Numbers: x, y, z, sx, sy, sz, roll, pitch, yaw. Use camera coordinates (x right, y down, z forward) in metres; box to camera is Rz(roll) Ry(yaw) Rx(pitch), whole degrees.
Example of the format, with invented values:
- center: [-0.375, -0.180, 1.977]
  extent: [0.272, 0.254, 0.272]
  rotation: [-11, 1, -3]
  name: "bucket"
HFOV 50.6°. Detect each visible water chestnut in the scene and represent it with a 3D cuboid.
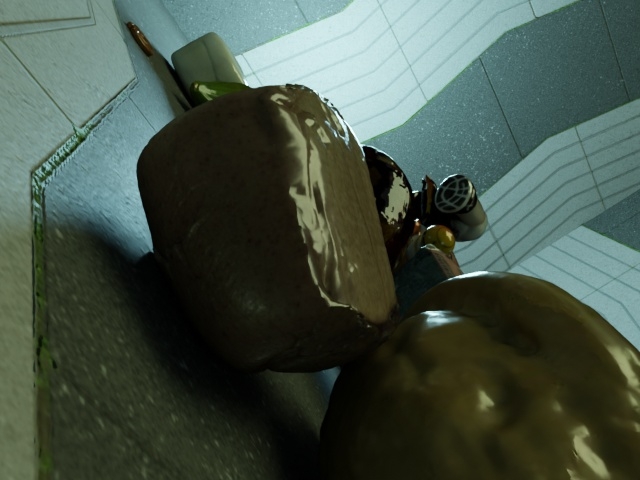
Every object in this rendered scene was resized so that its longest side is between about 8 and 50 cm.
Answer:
- center: [0.018, -0.044, 1.079]
  extent: [0.300, 0.300, 0.300]
  rotation: [57, 3, -4]
  name: "water chestnut"

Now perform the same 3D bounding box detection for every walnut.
- center: [0.177, 0.221, 0.628]
  extent: [0.383, 0.383, 0.383]
  rotation: [57, 3, -4]
  name: "walnut"

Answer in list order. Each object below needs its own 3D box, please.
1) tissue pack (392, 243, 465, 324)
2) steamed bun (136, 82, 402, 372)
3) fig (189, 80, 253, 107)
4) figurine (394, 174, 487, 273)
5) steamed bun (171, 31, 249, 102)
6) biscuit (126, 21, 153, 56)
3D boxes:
- center: [0.155, 0.184, 0.970]
  extent: [0.103, 0.228, 0.316]
  rotation: [32, 22, -34]
  name: "tissue pack"
- center: [-0.052, 0.001, 0.625]
  extent: [0.301, 0.199, 0.251]
  rotation: [5, 69, -74]
  name: "steamed bun"
- center: [-0.207, -0.274, 1.523]
  extent: [0.233, 0.167, 0.167]
  rotation: [12, 28, -28]
  name: "fig"
- center: [0.177, 0.046, 1.261]
  extent: [0.196, 0.323, 0.320]
  rotation: [33, -10, -9]
  name: "figurine"
- center: [-0.268, -0.404, 1.662]
  extent: [0.242, 0.146, 0.164]
  rotation: [59, -1, 38]
  name: "steamed bun"
- center: [-0.371, -0.419, 1.399]
  extent: [0.078, 0.015, 0.091]
  rotation: [56, 3, -37]
  name: "biscuit"
